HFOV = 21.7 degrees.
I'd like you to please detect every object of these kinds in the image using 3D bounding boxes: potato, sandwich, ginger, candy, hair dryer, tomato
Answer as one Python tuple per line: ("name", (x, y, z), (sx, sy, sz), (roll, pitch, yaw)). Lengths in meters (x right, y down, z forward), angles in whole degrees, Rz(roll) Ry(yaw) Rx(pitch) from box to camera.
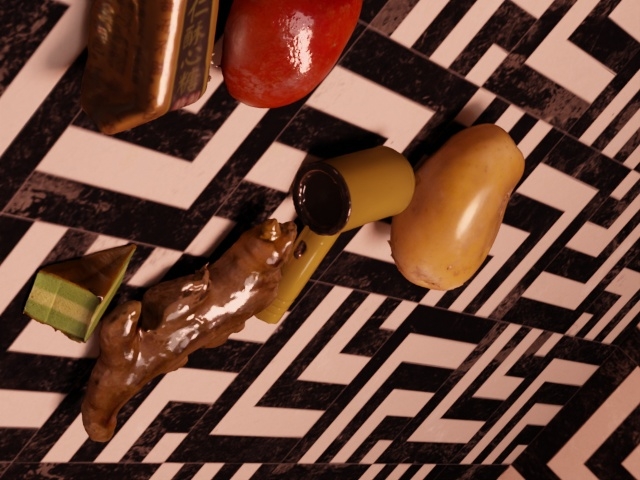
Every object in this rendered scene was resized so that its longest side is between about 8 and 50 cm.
("potato", (0.174, -0.046, 2.150), (0.150, 0.146, 0.234), (-103, -147, -69))
("sandwich", (-0.256, 0.040, 1.785), (0.074, 0.074, 0.116), (-63, -178, 34))
("ginger", (-0.160, 0.088, 1.930), (0.333, 0.080, 0.166), (-33, 139, -7))
("candy", (-0.141, -0.216, 1.453), (0.143, 0.101, 0.271), (-29, 146, -43))
("hair dryer", (0.000, 0.000, 2.038), (0.135, 0.090, 0.278), (-19, 152, -47))
("tomato", (-0.016, -0.204, 1.650), (0.166, 0.082, 0.174), (-32, 146, -42))

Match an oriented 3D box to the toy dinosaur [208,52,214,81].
("toy dinosaur", (-0.126, -0.165, 1.630), (0.047, 0.030, 0.083), (-27, 151, -29))
